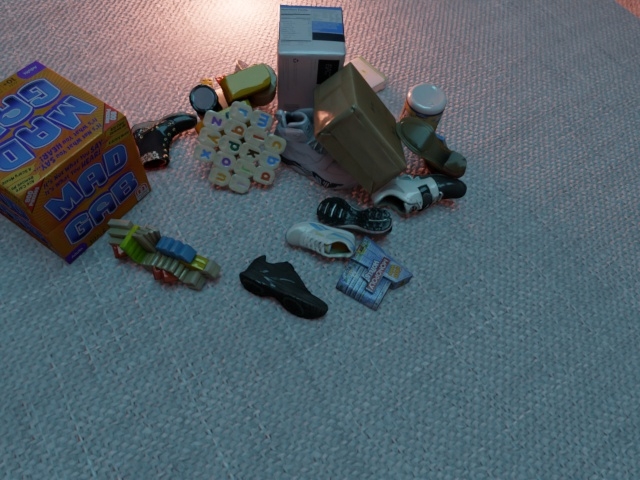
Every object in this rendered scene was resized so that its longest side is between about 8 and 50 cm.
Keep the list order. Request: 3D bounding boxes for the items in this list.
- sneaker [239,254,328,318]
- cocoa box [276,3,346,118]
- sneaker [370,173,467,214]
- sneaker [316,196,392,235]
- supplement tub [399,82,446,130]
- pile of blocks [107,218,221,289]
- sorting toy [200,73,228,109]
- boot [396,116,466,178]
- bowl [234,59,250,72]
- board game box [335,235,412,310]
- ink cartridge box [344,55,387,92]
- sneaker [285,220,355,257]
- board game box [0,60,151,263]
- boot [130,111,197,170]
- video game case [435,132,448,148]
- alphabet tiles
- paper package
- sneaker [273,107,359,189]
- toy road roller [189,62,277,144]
[{"bbox_3d":[-0.097,0.131,1.435,0.286,0.109,0.130,28,55,8],"label":"sneaker"},{"bbox_3d":[-0.043,-0.634,1.731,0.231,0.347,0.228,0,67,-5],"label":"cocoa box"},{"bbox_3d":[0.334,-0.146,1.636,0.329,0.123,0.147,3,59,6],"label":"sneaker"},{"bbox_3d":[0.111,-0.068,1.583,0.271,0.108,0.101,17,77,22],"label":"sneaker"},{"bbox_3d":[0.373,-0.463,1.773,0.144,0.200,0.145,3,59,-4],"label":"supplement tub"},{"bbox_3d":[-0.484,0.051,1.410,0.361,0.149,0.113,20,59,5],"label":"pile of blocks"},{"bbox_3d":[-0.362,-0.524,1.818,0.132,0.046,0.275,-27,67,-20],"label":"sorting toy"},{"bbox_3d":[0.384,-0.312,1.671,0.283,0.220,0.109,32,93,8],"label":"boot"},{"bbox_3d":[-0.278,-0.609,1.841,0.080,0.170,0.170,-45,66,20],"label":"bowl"},{"bbox_3d":[0.178,0.111,1.498,0.194,0.060,0.194,28,61,11],"label":"board game box"},{"bbox_3d":[0.130,-0.641,1.937,0.235,0.056,0.171,-34,68,-24],"label":"ink cartridge box"},{"bbox_3d":[0.000,0.000,1.513,0.228,0.088,0.092,8,28,-1],"label":"sneaker"},{"bbox_3d":[-0.795,-0.227,1.419,0.356,0.356,0.356,32,61,12],"label":"board game box"},{"bbox_3d":[-0.535,-0.347,1.676,0.236,0.085,0.179,-16,65,-8],"label":"boot"},{"bbox_3d":[0.413,-0.350,1.725,0.119,0.166,0.015,39,90,31],"label":"video game case"},{"bbox_3d":[-0.267,-0.305,1.581,0.277,0.284,0.021,18,18,-15],"label":"alphabet tiles"},{"bbox_3d":[0.126,-0.371,1.571,0.168,0.309,0.325,-31,37,24],"label":"paper package"},{"bbox_3d":[-0.010,-0.318,1.640,0.365,0.210,0.138,25,61,8],"label":"sneaker"},{"bbox_3d":[-0.278,-0.439,1.660,0.329,0.202,0.241,-26,94,-5],"label":"toy road roller"}]
